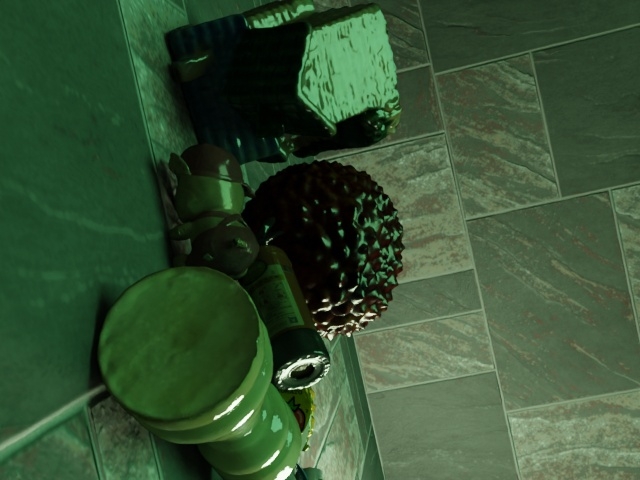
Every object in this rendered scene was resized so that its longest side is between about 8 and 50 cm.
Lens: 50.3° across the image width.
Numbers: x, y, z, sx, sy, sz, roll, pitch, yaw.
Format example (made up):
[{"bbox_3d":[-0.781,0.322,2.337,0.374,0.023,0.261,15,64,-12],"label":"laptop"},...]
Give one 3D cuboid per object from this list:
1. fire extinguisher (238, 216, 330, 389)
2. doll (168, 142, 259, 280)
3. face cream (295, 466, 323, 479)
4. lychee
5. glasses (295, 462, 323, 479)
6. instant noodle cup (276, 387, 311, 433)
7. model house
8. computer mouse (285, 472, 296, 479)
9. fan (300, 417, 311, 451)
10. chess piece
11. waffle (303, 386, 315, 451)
[{"bbox_3d":[-0.119,0.127,1.347,0.113,0.200,0.376,60,5,-47],"label":"fire extinguisher"},{"bbox_3d":[-0.204,-0.054,1.295,0.196,0.152,0.256,44,35,-75],"label":"doll"},{"bbox_3d":[-0.023,0.707,1.687,0.107,0.073,0.269,68,14,-48],"label":"face cream"},{"bbox_3d":[0.000,0.000,1.652,0.425,0.424,0.500,66,16,-54],"label":"lychee"},{"bbox_3d":[-0.082,0.596,1.584,0.220,0.088,0.190,50,23,-28],"label":"glasses"},{"bbox_3d":[-0.105,0.334,1.378,0.144,0.182,0.182,83,-3,-74],"label":"instant noodle cup"},{"bbox_3d":[-0.110,-0.336,1.572,0.400,0.445,0.395,-29,117,-40],"label":"model house"},{"bbox_3d":[-0.103,0.514,1.285,0.297,0.121,0.184,0,80,-83],"label":"computer mouse"},{"bbox_3d":[-0.103,0.378,1.668,0.191,0.009,0.329,-43,117,-53],"label":"fan"},{"bbox_3d":[-0.152,0.248,1.058,0.442,0.234,0.234,74,8,-53],"label":"chess piece"},{"bbox_3d":[-0.066,0.410,1.831,0.291,0.051,0.291,-13,90,-77],"label":"waffle"}]
